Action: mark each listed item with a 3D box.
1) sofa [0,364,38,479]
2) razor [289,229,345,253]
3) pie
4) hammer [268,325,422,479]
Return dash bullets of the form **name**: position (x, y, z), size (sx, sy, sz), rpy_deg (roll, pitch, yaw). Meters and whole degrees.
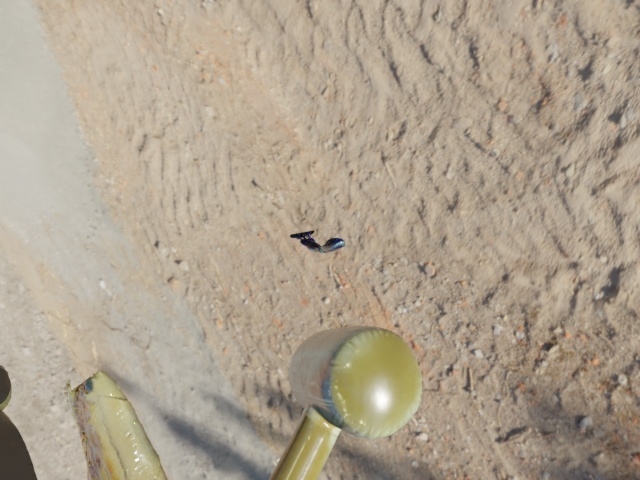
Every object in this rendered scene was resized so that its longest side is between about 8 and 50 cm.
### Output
- **sofa**: position (-0.254, 0.213, 0.216), size (0.182, 0.200, 0.259), rpy_deg (-35, 77, 22)
- **razor**: position (0.000, 0.004, 0.704), size (0.154, 0.044, 0.028), rpy_deg (-168, 68, -65)
- **pie**: position (-0.273, 0.308, 0.634), size (0.128, 0.068, 0.283), rpy_deg (-35, 80, 32)
- **hammer**: position (-0.018, 0.231, 0.490), size (0.113, 0.306, 0.202), rpy_deg (35, 160, -5)
